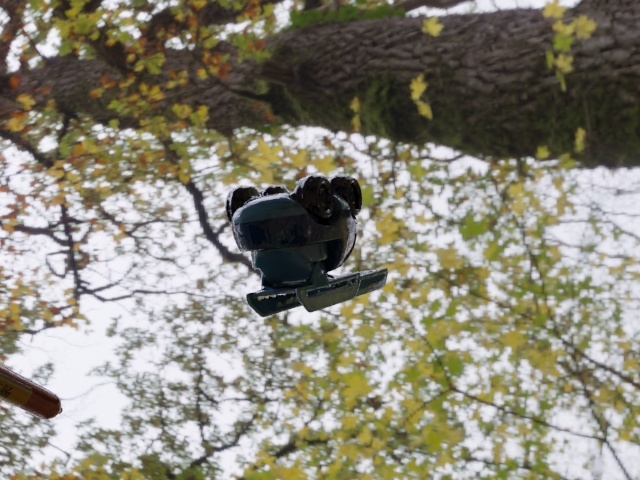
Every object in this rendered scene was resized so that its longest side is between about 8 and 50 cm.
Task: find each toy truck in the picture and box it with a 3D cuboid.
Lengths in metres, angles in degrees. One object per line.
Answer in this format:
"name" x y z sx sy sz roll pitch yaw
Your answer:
"toy truck" 0.000 0.000 0.534 0.136 0.063 0.074 -11 -87 -64

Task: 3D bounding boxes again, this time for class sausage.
"sausage" -0.314 0.123 0.851 0.223 0.029 0.029 47 -119 -49
